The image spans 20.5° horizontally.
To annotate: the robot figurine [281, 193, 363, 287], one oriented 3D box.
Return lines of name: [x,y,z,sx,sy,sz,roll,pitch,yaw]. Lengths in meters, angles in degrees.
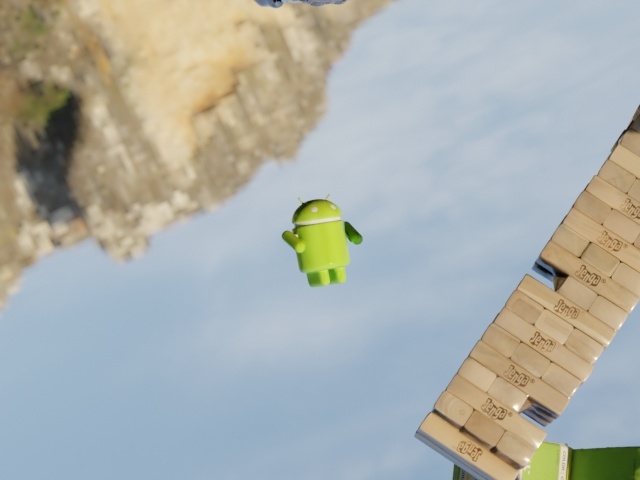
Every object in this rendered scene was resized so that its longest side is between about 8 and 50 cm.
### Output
robot figurine: [0.000,0.000,2.230,0.101,0.115,0.067,-8,179,-29]

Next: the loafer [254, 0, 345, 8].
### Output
loafer: [-0.016,-0.243,1.453,0.095,0.109,0.302,9,-178,4]

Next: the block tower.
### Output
block tower: [0.211,0.045,1.462,0.335,0.097,0.091,-55,174,-11]

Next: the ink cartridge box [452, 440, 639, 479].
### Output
ink cartridge box: [0.280,0.344,2.239,0.097,0.188,0.255,15,164,-33]
